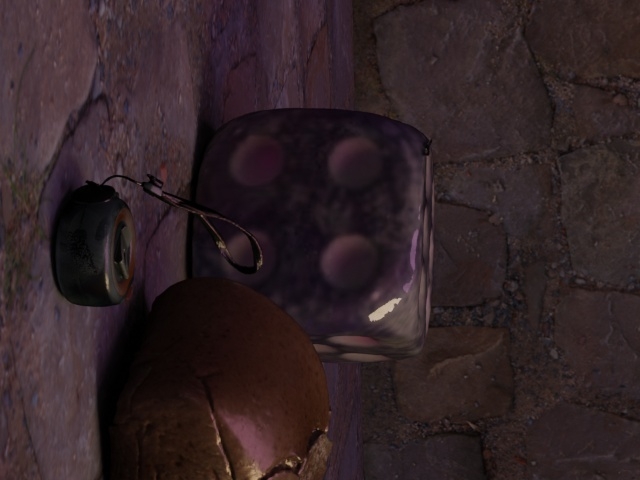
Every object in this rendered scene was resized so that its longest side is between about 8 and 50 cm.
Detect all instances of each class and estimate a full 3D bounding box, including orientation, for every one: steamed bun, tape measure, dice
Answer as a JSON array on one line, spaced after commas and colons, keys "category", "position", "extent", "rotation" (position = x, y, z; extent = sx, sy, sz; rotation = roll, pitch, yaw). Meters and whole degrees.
[{"category": "steamed bun", "position": [-0.089, 0.212, 1.457], "extent": [0.251, 0.199, 0.301], "rotation": [-76, 166, -54]}, {"category": "tape measure", "position": [-0.136, 0.012, 1.242], "extent": [0.104, 0.179, 0.107], "rotation": [108, -10, -58]}, {"category": "dice", "position": [0.000, 0.000, 1.760], "extent": [0.270, 0.271, 0.270], "rotation": [61, 32, -74]}]
